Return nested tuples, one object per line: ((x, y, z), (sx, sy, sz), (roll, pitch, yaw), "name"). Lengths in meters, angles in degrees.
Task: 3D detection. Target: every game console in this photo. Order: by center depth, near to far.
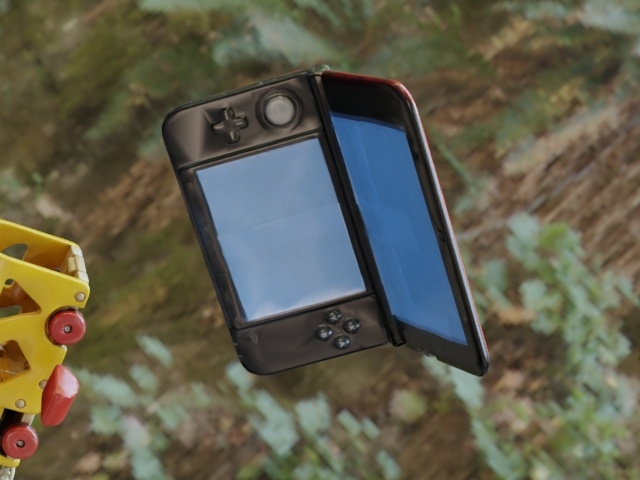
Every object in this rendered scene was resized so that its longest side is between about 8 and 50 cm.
((0.000, 0.000, 0.777), (0.085, 0.124, 0.144), (-85, 158, -71), "game console")

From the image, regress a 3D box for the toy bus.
((-0.251, 0.084, 1.288), (0.104, 0.202, 0.191), (19, -31, -19), "toy bus")
